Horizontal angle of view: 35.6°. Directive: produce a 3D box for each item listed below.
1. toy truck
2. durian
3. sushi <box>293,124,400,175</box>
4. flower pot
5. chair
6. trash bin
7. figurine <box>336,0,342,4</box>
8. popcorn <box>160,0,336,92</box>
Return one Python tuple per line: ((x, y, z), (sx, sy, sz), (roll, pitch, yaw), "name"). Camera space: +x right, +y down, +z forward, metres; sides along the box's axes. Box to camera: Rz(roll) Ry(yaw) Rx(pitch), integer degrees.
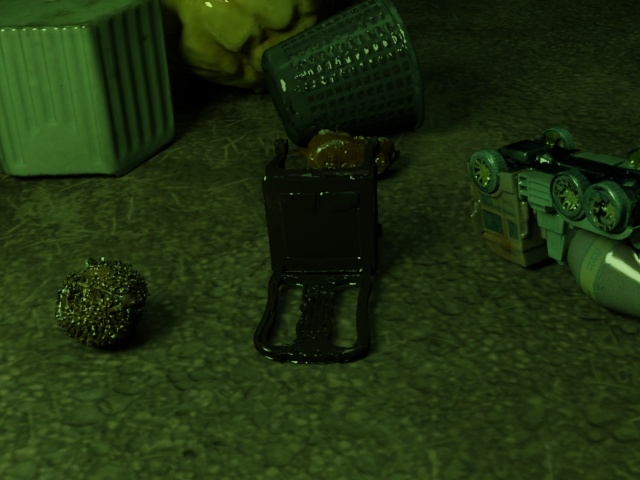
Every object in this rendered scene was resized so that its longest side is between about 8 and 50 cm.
((0.241, -0.010, 0.880), (0.108, 0.140, 0.257), (-19, 22, -25), "toy truck")
((-0.185, 0.053, 0.849), (0.080, 0.080, 0.091), (-29, 19, -37), "durian")
((0.029, -0.095, 1.112), (0.118, 0.061, 0.060), (15, 20, -9), "sushi")
((-0.298, -0.200, 1.180), (0.239, 0.189, 0.209), (-2, 30, 4), "flower pot")
((0.000, 0.000, 0.901), (0.106, 0.113, 0.229), (-1, 27, 6), "chair")
((0.021, -0.190, 1.183), (0.161, 0.175, 0.175), (-21, 33, -5), "trash bin")
((-0.031, -0.463, 1.609), (0.211, 0.261, 0.269), (20, 26, -15), "figurine")
((-0.119, -0.402, 1.302), (0.344, 0.354, 0.390), (-3, 58, 60), "popcorn")
